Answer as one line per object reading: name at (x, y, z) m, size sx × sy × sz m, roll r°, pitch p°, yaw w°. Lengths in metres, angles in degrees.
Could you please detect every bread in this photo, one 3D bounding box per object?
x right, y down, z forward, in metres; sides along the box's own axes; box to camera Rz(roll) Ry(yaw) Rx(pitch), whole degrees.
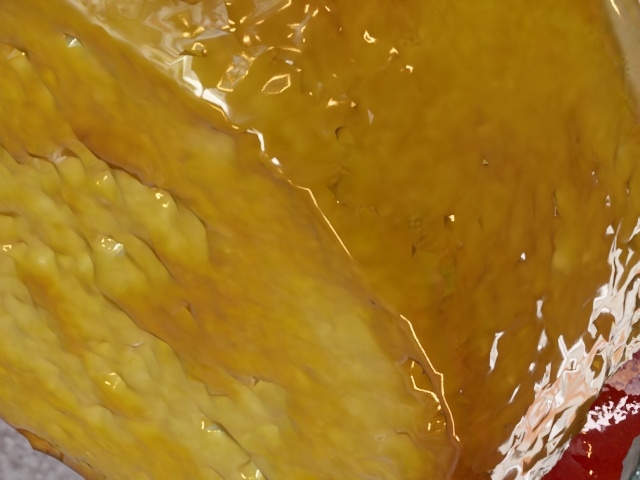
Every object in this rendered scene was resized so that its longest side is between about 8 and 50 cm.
bread at (-0.028, -0.028, 0.674) m, size 0.215 × 0.398 × 0.398 m, roll -49°, pitch 148°, yaw -32°

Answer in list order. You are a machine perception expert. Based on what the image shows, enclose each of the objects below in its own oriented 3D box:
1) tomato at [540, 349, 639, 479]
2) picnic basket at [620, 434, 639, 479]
tomato at (0.259, 0.155, 1.381) m, size 0.299 × 0.298 × 0.226 m, roll 70°, pitch 20°, yaw -54°
picnic basket at (0.173, 0.121, 0.718) m, size 0.065 × 0.083 × 0.083 m, roll -62°, pitch 175°, yaw -4°
